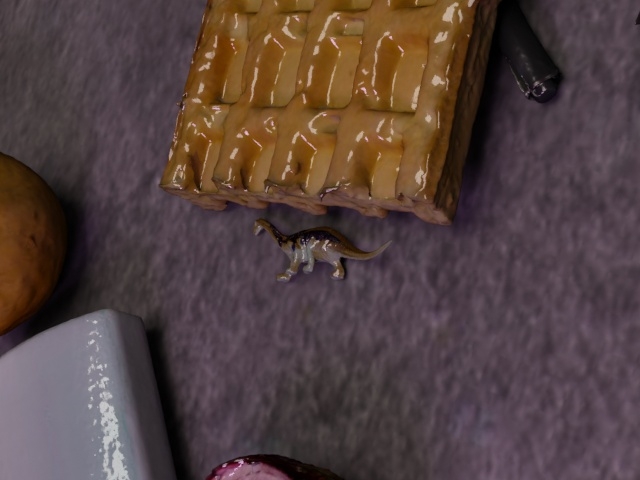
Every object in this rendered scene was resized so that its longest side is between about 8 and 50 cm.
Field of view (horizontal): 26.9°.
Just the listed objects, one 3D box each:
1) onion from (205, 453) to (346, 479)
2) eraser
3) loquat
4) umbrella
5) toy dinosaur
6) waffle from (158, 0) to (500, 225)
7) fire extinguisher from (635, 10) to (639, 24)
[{"bbox_3d":[-0.035,0.293,1.115,0.195,0.140,0.218,23,90,40],"label":"onion"},{"bbox_3d":[-0.227,0.232,1.281,0.189,0.104,0.290,-30,62,29],"label":"eraser"},{"bbox_3d":[-0.364,0.002,1.380,0.208,0.208,0.208,-10,72,31],"label":"loquat"},{"bbox_3d":[0.172,-0.177,1.173,0.036,0.031,0.133,-35,61,23],"label":"umbrella"},{"bbox_3d":[-0.004,0.015,1.234,0.180,0.037,0.058,10,87,36],"label":"toy dinosaur"},{"bbox_3d":[0.013,-0.171,1.229,0.348,0.077,0.304,7,80,42],"label":"waffle"},{"bbox_3d":[0.310,-0.116,1.044,0.089,0.072,0.268,123,135,-54],"label":"fire extinguisher"}]
